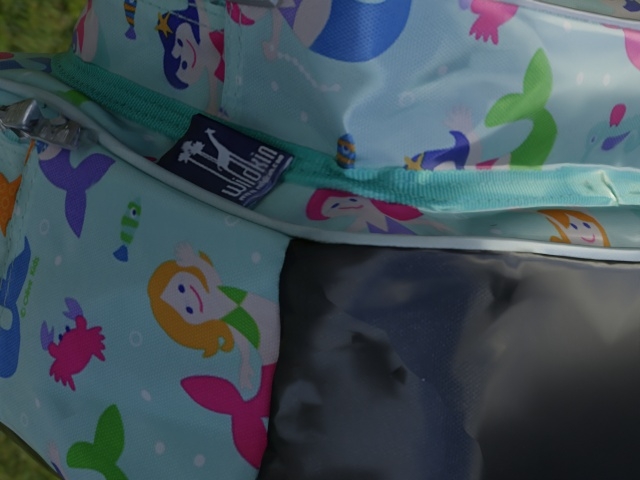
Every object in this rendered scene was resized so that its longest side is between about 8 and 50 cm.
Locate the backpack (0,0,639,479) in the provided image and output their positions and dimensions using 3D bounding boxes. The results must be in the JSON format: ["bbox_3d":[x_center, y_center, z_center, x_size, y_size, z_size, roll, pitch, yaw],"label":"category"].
[{"bbox_3d":[0.000,0.000,0.449,0.225,0.253,0.191,2,97,-43],"label":"backpack"}]
